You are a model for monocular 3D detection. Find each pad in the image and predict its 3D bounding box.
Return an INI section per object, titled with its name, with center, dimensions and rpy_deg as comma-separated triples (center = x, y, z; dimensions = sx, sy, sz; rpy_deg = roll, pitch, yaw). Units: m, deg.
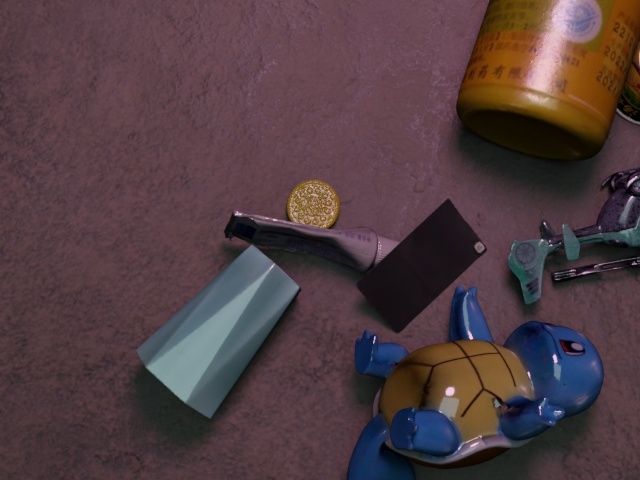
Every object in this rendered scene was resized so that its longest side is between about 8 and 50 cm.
[pad]
center = 0.154, 0.040, 1.342
dimensions = 0.193, 0.004, 0.116
rpy_deg = -42, 115, -3

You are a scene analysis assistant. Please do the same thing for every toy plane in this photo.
[toy plane]
center = 0.459, -0.023, 1.325
dimensions = 0.381, 0.106, 0.155
rpy_deg = -14, 95, -5

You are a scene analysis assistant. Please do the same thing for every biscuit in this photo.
[biscuit]
center = -0.011, -0.052, 1.379
dimensions = 0.084, 0.023, 0.084
rpy_deg = 0, 84, 3

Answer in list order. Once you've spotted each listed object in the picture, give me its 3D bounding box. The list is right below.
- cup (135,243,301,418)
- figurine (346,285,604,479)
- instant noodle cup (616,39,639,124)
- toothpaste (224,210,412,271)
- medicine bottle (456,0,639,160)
[cup]
center = -0.137, 0.129, 1.313
dimensions = 0.236, 0.148, 0.134
rpy_deg = -46, 57, -7
[figurine]
center = 0.193, 0.228, 1.244
dimensions = 0.416, 0.298, 0.243
rpy_deg = -32, 117, 0
[instant noodle cup]
center = 0.513, -0.256, 1.336
dimensions = 0.151, 0.122, 0.151
rpy_deg = 0, 85, 4
[toothpaste]
center = -0.001, 0.001, 1.333
dimensions = 0.282, 0.099, 0.068
rpy_deg = 12, 42, -9
[medicine bottle]
center = 0.357, -0.328, 1.299
dimensions = 0.224, 0.224, 0.384
rpy_deg = 20, 84, 4
